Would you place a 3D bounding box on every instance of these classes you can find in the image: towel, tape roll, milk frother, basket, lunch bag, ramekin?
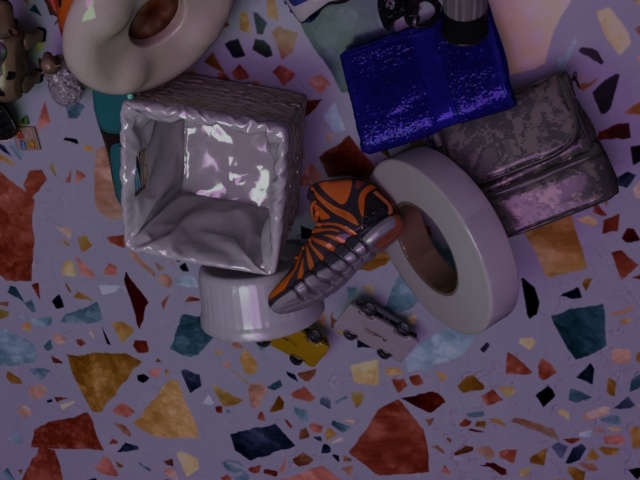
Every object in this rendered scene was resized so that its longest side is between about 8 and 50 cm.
[{"bbox_3d":[0.193,-0.311,1.521,0.308,0.076,0.227,-18,75,20],"label":"towel"},{"bbox_3d":[0.232,0.001,1.589,0.072,0.392,0.392,-29,114,-18],"label":"tape roll"},{"bbox_3d":[0.218,-0.424,1.406,0.143,0.129,0.134,-9,144,3],"label":"milk frother"},{"bbox_3d":[-0.204,-0.147,1.653,0.331,0.266,0.328,11,120,8],"label":"basket"},{"bbox_3d":[0.383,-0.158,1.553,0.305,0.212,0.256,-22,94,22],"label":"lunch bag"},{"bbox_3d":[-0.135,0.102,1.774,0.277,0.277,0.135,-2,109,14],"label":"ramekin"}]

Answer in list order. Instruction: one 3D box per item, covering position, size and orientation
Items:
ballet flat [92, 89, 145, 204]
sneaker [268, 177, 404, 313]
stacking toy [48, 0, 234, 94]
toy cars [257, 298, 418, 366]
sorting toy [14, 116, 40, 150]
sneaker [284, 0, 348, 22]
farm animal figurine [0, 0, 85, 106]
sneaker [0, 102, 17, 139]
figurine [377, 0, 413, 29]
[{"bbox_3d":[-0.409,-0.235,1.743,0.123,0.123,0.348,1,115,13],"label":"ballet flat"},{"bbox_3d":[0.000,0.000,1.634,0.321,0.124,0.180,-37,68,3],"label":"sneaker"},{"bbox_3d":[-0.417,-0.537,1.492,0.480,0.351,0.350,49,121,18],"label":"stacking toy"},{"bbox_3d":[0.031,0.204,1.895,0.394,0.087,0.176,-5,121,12],"label":"toy cars"},{"bbox_3d":[-0.680,-0.245,1.857,0.062,0.012,0.083,0,118,13],"label":"sorting toy"},{"bbox_3d":[-0.068,-0.497,1.500,0.316,0.127,0.182,22,151,22],"label":"sneaker"},{"bbox_3d":[-0.670,-0.428,1.664,0.330,0.172,0.326,3,118,12],"label":"farm animal figurine"},{"bbox_3d":[-0.757,-0.349,1.773,0.107,0.124,0.283,-14,136,21],"label":"sneaker"},{"bbox_3d":[0.174,-0.513,1.480,0.215,0.092,0.209,-16,121,20],"label":"figurine"}]
